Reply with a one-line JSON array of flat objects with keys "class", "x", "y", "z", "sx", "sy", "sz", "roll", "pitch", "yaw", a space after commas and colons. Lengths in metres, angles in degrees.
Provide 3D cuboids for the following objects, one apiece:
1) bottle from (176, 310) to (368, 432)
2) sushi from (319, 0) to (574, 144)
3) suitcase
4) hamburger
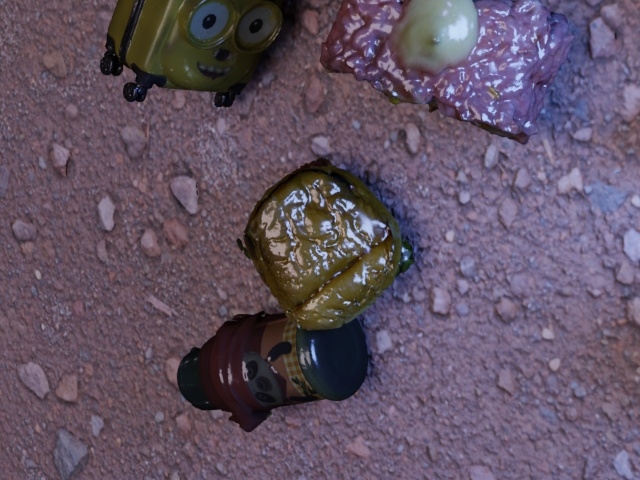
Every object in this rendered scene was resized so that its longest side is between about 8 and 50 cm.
[{"class": "bottle", "x": -0.073, "y": 0.174, "z": 1.792, "sx": 0.271, "sy": 0.143, "sz": 0.156, "roll": -16, "pitch": 63, "yaw": 36}, {"class": "sushi", "x": 0.145, "y": -0.222, "z": 1.490, "sx": 0.270, "sy": 0.236, "sz": 0.171, "roll": 26, "pitch": 100, "yaw": 16}, {"class": "suitcase", "x": -0.156, "y": -0.289, "z": 1.732, "sx": 0.143, "sy": 0.194, "sz": 0.235, "roll": 48, "pitch": 124, "yaw": 37}, {"class": "hamburger", "x": 0.000, "y": 0.000, "z": 1.670, "sx": 0.183, "sy": 0.130, "sz": 0.206, "roll": -37, "pitch": 72, "yaw": -4}]
